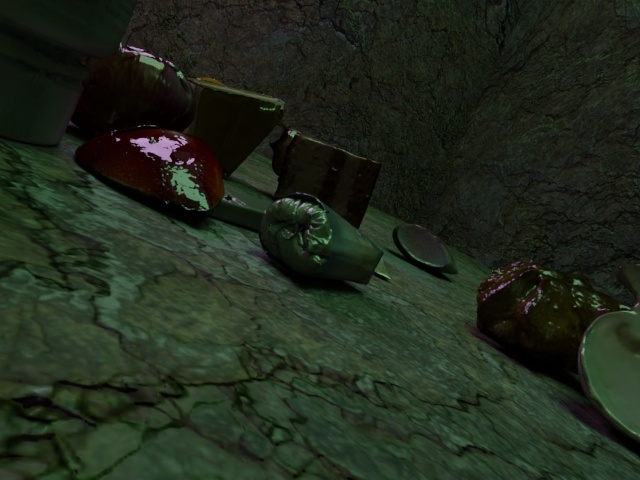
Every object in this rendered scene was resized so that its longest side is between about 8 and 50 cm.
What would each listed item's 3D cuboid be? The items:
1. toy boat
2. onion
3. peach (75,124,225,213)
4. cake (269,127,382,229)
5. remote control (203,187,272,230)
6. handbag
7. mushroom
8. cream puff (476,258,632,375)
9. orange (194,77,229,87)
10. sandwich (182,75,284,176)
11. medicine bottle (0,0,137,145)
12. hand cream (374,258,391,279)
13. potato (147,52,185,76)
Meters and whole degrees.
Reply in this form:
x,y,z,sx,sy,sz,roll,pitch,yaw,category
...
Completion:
x,y,z,sx,sy,sz,roll,pitch,yaw,category
0.292,0.037,1.403,0.206,0.096,0.282,35,-2,13,toy boat
-0.329,-0.222,0.857,0.230,0.163,0.230,-8,-15,-2,onion
-0.216,-0.110,0.671,0.189,0.068,0.279,-5,25,-44,peach
-0.008,-0.156,1.259,0.293,0.199,0.196,22,13,-1,cake
-0.093,-0.038,0.802,0.285,0.038,0.123,15,12,-42,remote control
0.000,0.000,0.637,0.117,0.095,0.173,27,5,29,handbag
0.403,0.164,0.638,0.162,0.236,0.173,-7,-26,13,mushroom
0.370,0.124,0.814,0.241,0.155,0.269,22,14,11,cream puff
-0.332,-0.362,1.459,0.236,0.236,0.236,25,8,-4,orange
-0.221,-0.259,1.189,0.227,0.198,0.155,1,24,-38,sandwich
-0.368,-0.305,0.606,0.256,0.325,0.256,24,9,-4,medicine bottle
0.107,0.050,0.907,0.035,0.022,0.102,26,14,-5,hand cream
-0.429,-0.357,1.205,0.211,0.189,0.264,30,9,21,potato
